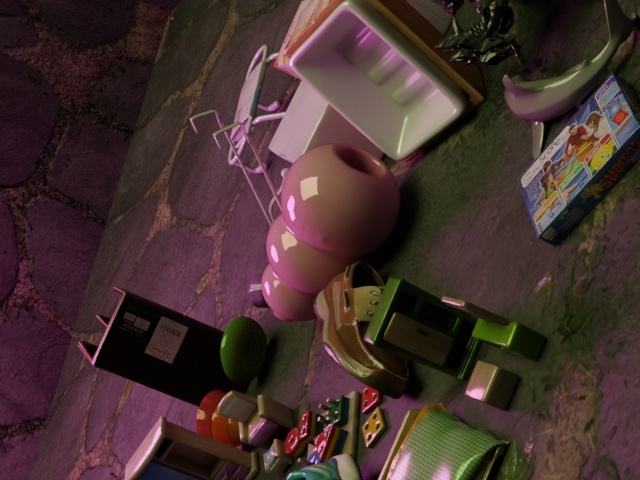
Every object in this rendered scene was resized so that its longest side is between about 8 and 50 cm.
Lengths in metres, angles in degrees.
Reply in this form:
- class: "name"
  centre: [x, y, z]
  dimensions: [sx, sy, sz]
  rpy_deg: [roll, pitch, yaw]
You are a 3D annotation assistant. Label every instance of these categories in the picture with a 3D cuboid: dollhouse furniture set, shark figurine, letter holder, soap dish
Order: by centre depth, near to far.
- class: "dollhouse furniture set"
  centre: [0.133, 0.221, 1.489]
  dimensions: [0.302, 0.151, 0.197]
  rpy_deg: [-67, 22, -5]
- class: "shark figurine"
  centre: [0.320, -0.228, 1.604]
  dimensions: [0.278, 0.116, 0.166]
  rpy_deg: [-34, 38, 55]
- class: "dollhouse furniture set"
  centre: [-0.189, 0.442, 1.922]
  dimensions: [0.286, 0.198, 0.303]
  rpy_deg: [-54, 25, 25]
- class: "soap dish"
  centre: [0.112, -0.292, 1.940]
  dimensions: [0.229, 0.291, 0.118]
  rpy_deg: [-38, 14, 50]
- class: "letter holder"
  centre: [-0.304, 0.212, 2.285]
  dimensions: [0.152, 0.301, 0.214]
  rpy_deg: [-66, 22, -3]

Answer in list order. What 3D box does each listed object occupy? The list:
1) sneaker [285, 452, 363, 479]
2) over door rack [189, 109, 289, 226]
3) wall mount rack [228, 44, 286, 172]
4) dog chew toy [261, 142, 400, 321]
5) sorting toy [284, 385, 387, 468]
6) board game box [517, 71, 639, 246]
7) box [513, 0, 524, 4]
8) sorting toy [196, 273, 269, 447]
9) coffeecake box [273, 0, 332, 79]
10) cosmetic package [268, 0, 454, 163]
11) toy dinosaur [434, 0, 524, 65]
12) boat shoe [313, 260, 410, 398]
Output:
- class: "sneaker"
  centre: [0.020, 0.389, 1.595]
  dimensions: [0.275, 0.109, 0.107]
  rpy_deg: [-136, 41, -72]
- class: "over door rack"
  centre: [-0.094, -0.118, 2.178]
  dimensions: [0.108, 0.324, 0.239]
  rpy_deg: [-39, 20, -6]
- class: "wall mount rack"
  centre: [-0.097, -0.322, 2.639]
  dimensions: [0.304, 0.130, 0.350]
  rpy_deg: [-44, 30, 49]
- class: "dog chew toy"
  centre: [0.000, 0.000, 1.980]
  dimensions: [0.207, 0.206, 0.332]
  rpy_deg: [-104, 37, -58]
- class: "sorting toy"
  centre: [0.010, 0.311, 1.814]
  dimensions: [0.274, 0.046, 0.132]
  rpy_deg: [-42, 31, 43]
- class: "board game box"
  centre: [0.346, -0.107, 1.513]
  dimensions: [0.201, 0.035, 0.136]
  rpy_deg: [-51, 26, 30]
- class: "box"
  centre: [0.238, -0.578, 1.908]
  dimensions: [0.345, 0.168, 0.215]
  rpy_deg: [46, 112, 38]
- class: "sorting toy"
  centre: [-0.110, 0.229, 2.145]
  dimensions: [0.126, 0.127, 0.366]
  rpy_deg: [0, 60, 34]
- class: "coffeecake box"
  centre: [-0.007, -0.380, 2.146]
  dimensions: [0.142, 0.068, 0.185]
  rpy_deg: [-67, 19, -3]
- class: "cosmetic package"
  centre: [0.070, -0.296, 2.184]
  dimensions: [0.385, 0.156, 0.217]
  rpy_deg: [-64, 22, 5]
- class: "toy dinosaur"
  centre: [0.246, -0.379, 1.703]
  dimensions: [0.321, 0.164, 0.219]
  rpy_deg: [9, 91, 38]
- class: "boat shoe"
  centre: [0.072, 0.123, 1.780]
  dimensions: [0.120, 0.122, 0.324]
  rpy_deg: [-56, 24, 13]
